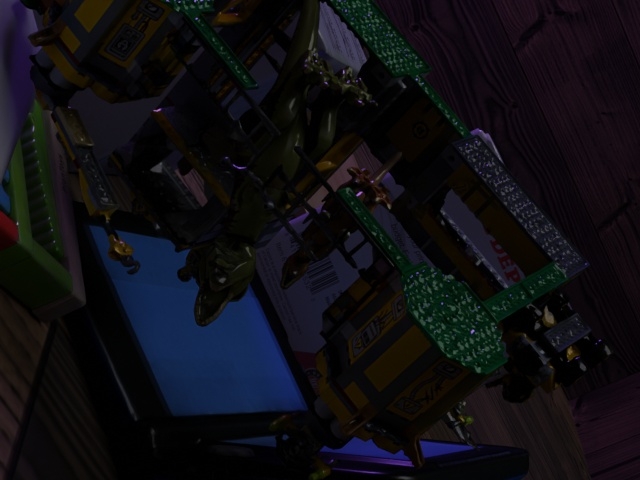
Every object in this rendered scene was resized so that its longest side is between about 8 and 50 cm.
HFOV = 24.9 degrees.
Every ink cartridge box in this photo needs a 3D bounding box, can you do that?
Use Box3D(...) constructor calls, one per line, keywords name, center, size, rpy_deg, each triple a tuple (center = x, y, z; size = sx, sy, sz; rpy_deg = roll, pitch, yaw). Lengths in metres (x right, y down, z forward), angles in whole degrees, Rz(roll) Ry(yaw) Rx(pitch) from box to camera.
Box3D(name="ink cartridge box", center=(0.065, 0.045, 1.147), size=(0.172, 0.237, 0.100), rpy_deg=(67, 12, 17))

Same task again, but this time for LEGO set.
Box3D(name="LEGO set", center=(-0.029, -0.001, 0.770), size=(0.331, 0.192, 0.255), rpy_deg=(47, 29, 5))

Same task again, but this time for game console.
Box3D(name="game console", center=(-0.012, 0.072, 0.946), size=(0.293, 0.250, 0.173), rpy_deg=(11, 82, -67))

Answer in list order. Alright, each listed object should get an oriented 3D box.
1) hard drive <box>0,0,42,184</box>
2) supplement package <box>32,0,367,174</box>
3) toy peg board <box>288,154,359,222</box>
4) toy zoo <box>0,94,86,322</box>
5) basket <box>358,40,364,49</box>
Box3D(name="hard drive", center=(-0.182, -0.069, 0.577), size=(0.319, 0.040, 0.210), rpy_deg=(-85, 170, -52))
Box3D(name="supplement package", center=(-0.090, -0.150, 1.030), size=(0.203, 0.194, 0.149), rpy_deg=(-8, 75, -79))
Box3D(name="toy peg board", center=(0.000, 0.000, 1.506), size=(0.160, 0.079, 0.161), rpy_deg=(-19, 84, -63))
Box3D(name="toy zoo", center=(-0.219, -0.104, 0.756), size=(0.293, 0.030, 0.192), rpy_deg=(51, 18, -51))
Box3D(name="basket", center=(-0.006, -0.345, 1.971), size=(0.204, 0.154, 0.227), rpy_deg=(57, 18, -36))
